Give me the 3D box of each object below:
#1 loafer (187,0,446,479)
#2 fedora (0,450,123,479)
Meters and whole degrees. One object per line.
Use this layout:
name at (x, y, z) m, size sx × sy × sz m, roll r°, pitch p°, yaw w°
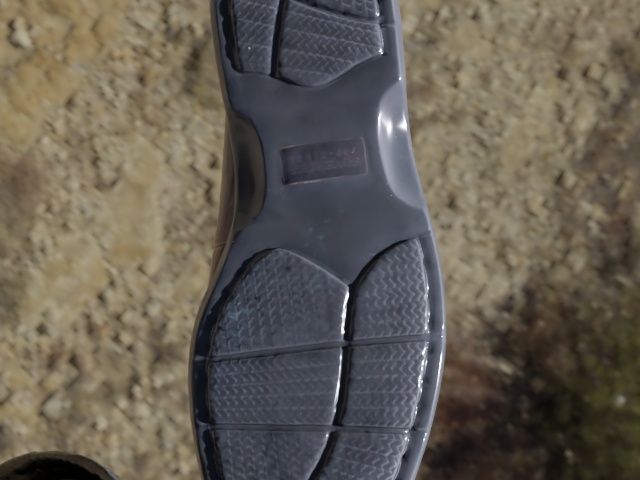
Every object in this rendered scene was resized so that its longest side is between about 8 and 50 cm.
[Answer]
loafer at (0.000, 0.000, 0.809) m, size 0.109 × 0.095 × 0.302 m, roll -1°, pitch 83°, yaw 3°
fedora at (-0.165, 0.233, 0.663) m, size 0.152 × 0.334 × 0.334 m, roll 12°, pitch 107°, yaw -40°
